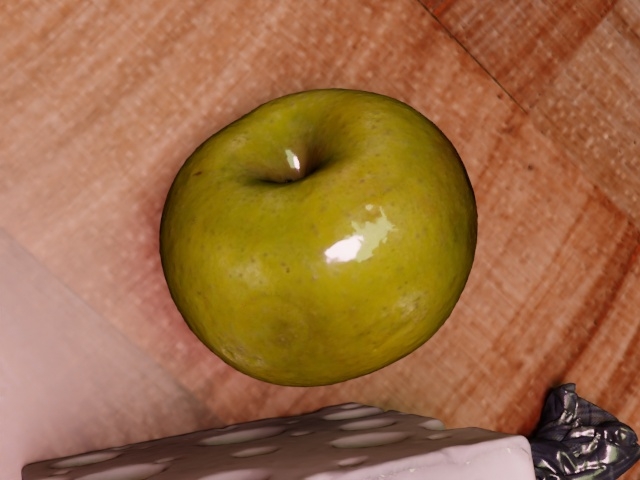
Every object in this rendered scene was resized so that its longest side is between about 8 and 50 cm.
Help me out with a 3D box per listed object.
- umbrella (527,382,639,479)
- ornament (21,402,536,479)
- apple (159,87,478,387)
[{"bbox_3d":[0.133,0.202,0.708,0.224,0.080,0.071,-48,138,-10],"label":"umbrella"},{"bbox_3d":[-0.028,0.236,0.552,0.239,0.239,0.240,-7,88,-21],"label":"ornament"},{"bbox_3d":[0.000,0.000,0.613,0.196,0.196,0.157,-31,127,-19],"label":"apple"}]
